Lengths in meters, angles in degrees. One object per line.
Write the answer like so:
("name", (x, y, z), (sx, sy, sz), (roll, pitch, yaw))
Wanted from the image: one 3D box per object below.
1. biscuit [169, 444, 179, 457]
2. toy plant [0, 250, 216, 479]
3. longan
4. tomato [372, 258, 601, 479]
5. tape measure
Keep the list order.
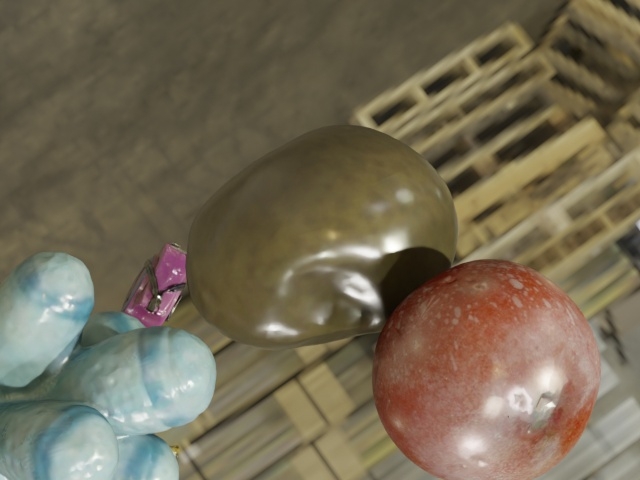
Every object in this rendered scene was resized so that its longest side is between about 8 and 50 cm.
("biscuit", (-0.276, 0.272, 1.799), (0.203, 0.016, 0.144), (12, 118, -20))
("toy plant", (-0.245, 0.144, 1.354), (0.332, 0.247, 0.247), (-19, 173, 14))
("longan", (0.000, 0.000, 1.979), (0.350, 0.288, 0.288), (-21, 166, -8))
("tomato", (0.196, 0.159, 1.840), (0.270, 0.270, 0.227), (-34, -153, -10))
("tape measure", (-0.238, 0.074, 2.334), (0.118, 0.074, 0.125), (-63, -172, -23))
